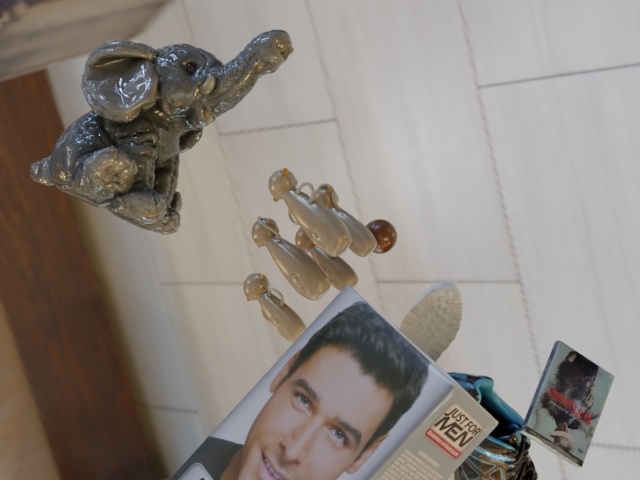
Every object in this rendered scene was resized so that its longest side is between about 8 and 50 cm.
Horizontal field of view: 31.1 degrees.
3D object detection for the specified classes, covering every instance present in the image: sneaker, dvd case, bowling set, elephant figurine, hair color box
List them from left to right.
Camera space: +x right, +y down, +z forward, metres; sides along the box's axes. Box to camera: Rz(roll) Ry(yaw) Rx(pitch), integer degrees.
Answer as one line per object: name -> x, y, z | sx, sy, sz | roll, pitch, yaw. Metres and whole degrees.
elephant figurine -> -0.170, -0.138, 1.210 | 0.186, 0.239, 0.169 | 26, 173, -14
hair color box -> -0.023, 0.249, 1.154 | 0.185, 0.374, 0.113 | 42, 178, 43
bowling set -> 0.000, 0.000, 1.734 | 0.154, 0.200, 0.287 | 47, 137, 18
sneaker -> 0.166, 0.153, 1.859 | 0.090, 0.095, 0.235 | 22, 121, 0
sneaker -> 0.275, 0.346, 1.789 | 0.139, 0.125, 0.341 | -16, 117, 50
dvd case -> 0.283, 0.186, 1.310 | 0.087, 0.119, 0.013 | 33, 158, -14
